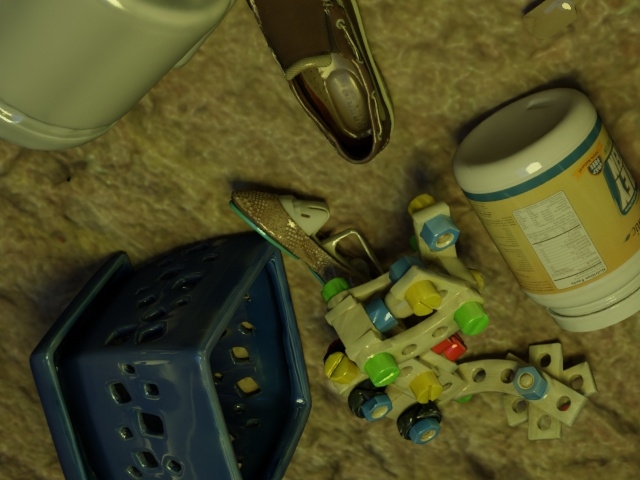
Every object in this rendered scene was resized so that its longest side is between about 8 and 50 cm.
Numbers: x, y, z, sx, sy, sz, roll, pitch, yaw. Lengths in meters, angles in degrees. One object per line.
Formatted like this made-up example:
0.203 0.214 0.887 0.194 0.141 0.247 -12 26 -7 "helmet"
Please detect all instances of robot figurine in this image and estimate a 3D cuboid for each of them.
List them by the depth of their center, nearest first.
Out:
-0.213 -0.211 1.203 0.300 0.199 0.353 8 147 -41 "robot figurine"

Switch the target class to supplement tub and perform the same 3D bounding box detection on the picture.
0.230 -0.027 1.291 0.144 0.144 0.199 -25 113 21 "supplement tub"

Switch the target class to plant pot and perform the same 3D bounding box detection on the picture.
-0.153 0.145 1.404 0.212 0.236 0.236 -1 119 18 "plant pot"

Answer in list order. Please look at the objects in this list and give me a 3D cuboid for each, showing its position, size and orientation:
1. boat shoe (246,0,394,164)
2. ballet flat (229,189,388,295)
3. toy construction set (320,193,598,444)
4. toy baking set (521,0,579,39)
-0.004 -0.184 1.265 0.095 0.095 0.257 -25 113 21 "boat shoe"
0.000 0.000 1.392 0.206 0.073 0.067 40 104 -22 "ballet flat"
0.126 0.105 1.372 0.215 0.151 0.328 -41 129 12 "toy construction set"
0.235 -0.308 1.200 0.197 0.030 0.256 -6 118 15 "toy baking set"
